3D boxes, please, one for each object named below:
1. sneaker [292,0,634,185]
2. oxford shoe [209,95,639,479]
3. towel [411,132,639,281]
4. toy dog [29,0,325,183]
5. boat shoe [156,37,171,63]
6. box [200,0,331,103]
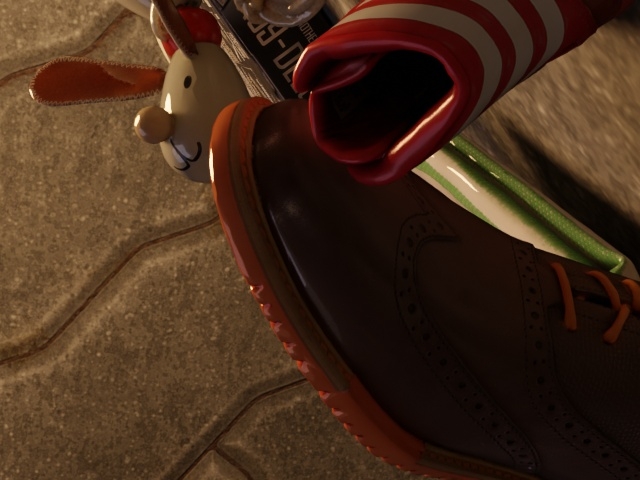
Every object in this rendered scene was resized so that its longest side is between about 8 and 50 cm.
[{"bbox_3d":[0.033,-0.090,0.483,0.087,0.128,0.221,55,175,-10],"label":"sneaker"},{"bbox_3d":[0.104,0.042,0.554,0.364,0.133,0.130,38,-144,-33],"label":"oxford shoe"},{"bbox_3d":[0.143,0.094,0.797,0.248,0.038,0.325,45,159,51],"label":"towel"},{"bbox_3d":[-0.157,-0.204,0.945,0.161,0.220,0.333,-2,-141,-38],"label":"toy dog"},{"bbox_3d":[-0.037,-0.139,1.363,0.335,0.112,0.095,49,161,-19],"label":"boat shoe"},{"bbox_3d":[-0.033,-0.162,1.185,0.307,0.076,0.242,54,177,-17],"label":"box"}]
